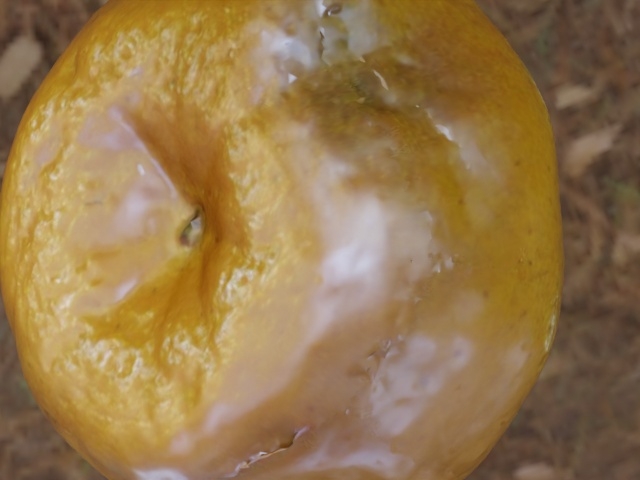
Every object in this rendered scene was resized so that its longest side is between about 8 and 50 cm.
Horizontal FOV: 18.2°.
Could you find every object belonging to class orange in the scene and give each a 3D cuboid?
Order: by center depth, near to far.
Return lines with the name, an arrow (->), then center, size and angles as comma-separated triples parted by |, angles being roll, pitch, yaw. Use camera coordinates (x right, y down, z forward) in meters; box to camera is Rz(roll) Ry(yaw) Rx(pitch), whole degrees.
orange -> 0.000, 0.000, 0.822 | 0.249, 0.249, 0.183 | -42, 151, 23
